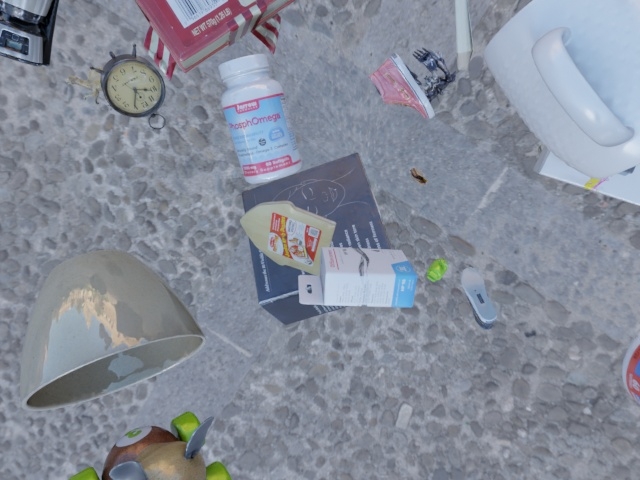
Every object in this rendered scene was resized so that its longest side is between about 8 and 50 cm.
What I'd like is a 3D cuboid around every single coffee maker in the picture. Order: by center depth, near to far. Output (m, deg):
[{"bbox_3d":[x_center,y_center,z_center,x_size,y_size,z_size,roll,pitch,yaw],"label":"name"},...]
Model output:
[{"bbox_3d":[-0.527,-0.419,0.766,0.120,0.171,0.178,21,109,-12],"label":"coffee maker"}]

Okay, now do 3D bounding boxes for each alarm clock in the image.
[{"bbox_3d":[-0.417,-0.335,0.966,0.129,0.064,0.192,-32,134,-9],"label":"alarm clock"}]

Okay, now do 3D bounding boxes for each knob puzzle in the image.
[{"bbox_3d":[-0.072,-0.017,0.878,0.213,0.030,0.213,14,139,13],"label":"knob puzzle"}]

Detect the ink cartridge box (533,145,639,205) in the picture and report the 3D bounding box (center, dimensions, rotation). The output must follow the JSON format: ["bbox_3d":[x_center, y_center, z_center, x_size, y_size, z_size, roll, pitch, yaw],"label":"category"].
[{"bbox_3d":[0.698,-0.215,1.026,0.270,0.198,0.197,23,109,17],"label":"ink cartridge box"}]

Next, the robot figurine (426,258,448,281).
[{"bbox_3d":[0.500,0.123,1.805,0.067,0.115,0.101,35,147,17],"label":"robot figurine"}]

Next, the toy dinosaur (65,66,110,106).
[{"bbox_3d":[-0.538,-0.394,1.072,0.183,0.053,0.092,-18,131,-16],"label":"toy dinosaur"}]

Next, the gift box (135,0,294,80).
[{"bbox_3d":[-0.174,-0.382,0.613,0.255,0.258,0.276,-30,115,-4],"label":"gift box"}]

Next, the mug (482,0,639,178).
[{"bbox_3d":[0.482,-0.280,0.752,0.276,0.374,0.327,-33,85,44],"label":"mug"}]

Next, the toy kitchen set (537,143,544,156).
[{"bbox_3d":[0.793,-0.333,1.454,0.084,0.075,0.068,-14,78,22],"label":"toy kitchen set"}]

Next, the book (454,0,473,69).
[{"bbox_3d":[0.318,-0.475,0.958,0.035,0.096,0.144,-4,88,15],"label":"book"}]

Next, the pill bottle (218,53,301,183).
[{"bbox_3d":[-0.085,-0.166,0.586,0.087,0.087,0.160,-12,109,8],"label":"pill bottle"}]

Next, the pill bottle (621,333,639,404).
[{"bbox_3d":[0.421,0.172,0.400,0.125,0.221,0.124,-1,104,-2],"label":"pill bottle"}]

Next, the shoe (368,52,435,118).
[{"bbox_3d":[0.188,-0.334,0.975,0.081,0.063,0.178,-36,122,18],"label":"shoe"}]

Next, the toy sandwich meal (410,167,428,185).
[{"bbox_3d":[0.394,-0.255,1.690,0.086,0.085,0.029,38,119,-1],"label":"toy sandwich meal"}]

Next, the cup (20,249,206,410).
[{"bbox_3d":[-0.432,0.160,0.863,0.331,0.331,0.236,-30,71,11],"label":"cup"}]

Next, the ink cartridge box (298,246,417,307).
[{"bbox_3d":[0.055,0.058,0.697,0.180,0.104,0.060,2,112,-6],"label":"ink cartridge box"}]

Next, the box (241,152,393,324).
[{"bbox_3d":[0.000,0.000,1.580,0.473,0.297,0.479,-17,61,6],"label":"box"}]

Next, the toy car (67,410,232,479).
[{"bbox_3d":[-0.180,0.253,0.466,0.149,0.155,0.188,48,137,25],"label":"toy car"}]

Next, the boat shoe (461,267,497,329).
[{"bbox_3d":[0.465,0.175,1.261,0.065,0.083,0.183,-13,54,4],"label":"boat shoe"}]

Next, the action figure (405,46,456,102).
[{"bbox_3d":[0.348,-0.545,1.394,0.164,0.276,0.140,-37,73,24],"label":"action figure"}]
